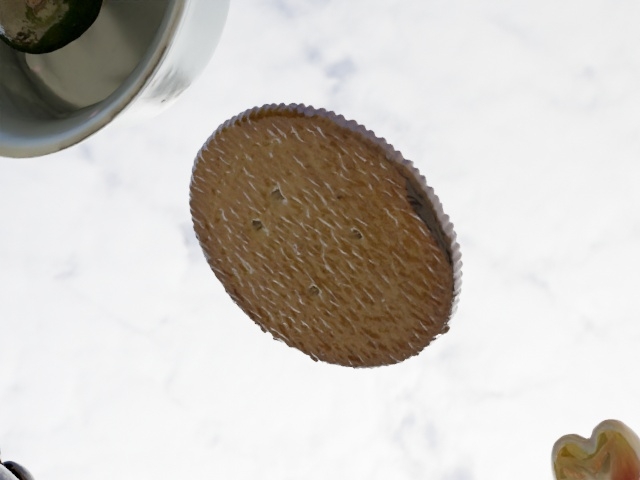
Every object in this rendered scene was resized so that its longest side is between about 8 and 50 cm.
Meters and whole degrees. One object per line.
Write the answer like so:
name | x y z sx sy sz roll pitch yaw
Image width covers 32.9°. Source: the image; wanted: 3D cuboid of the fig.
fig | -0.243 -0.241 0.987 0.117 0.177 0.117 1 -65 3

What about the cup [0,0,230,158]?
cup | -0.218 -0.241 1.009 0.347 0.163 0.347 -1 -92 27

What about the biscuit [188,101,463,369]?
biscuit | 0.000 0.000 1.064 0.305 0.038 0.305 18 -50 23

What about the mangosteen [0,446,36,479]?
mangosteen | -0.570 0.456 1.694 0.306 0.347 0.307 5 -69 14

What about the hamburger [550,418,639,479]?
hamburger | 0.361 0.370 1.254 0.261 0.186 0.303 -34 -76 22
